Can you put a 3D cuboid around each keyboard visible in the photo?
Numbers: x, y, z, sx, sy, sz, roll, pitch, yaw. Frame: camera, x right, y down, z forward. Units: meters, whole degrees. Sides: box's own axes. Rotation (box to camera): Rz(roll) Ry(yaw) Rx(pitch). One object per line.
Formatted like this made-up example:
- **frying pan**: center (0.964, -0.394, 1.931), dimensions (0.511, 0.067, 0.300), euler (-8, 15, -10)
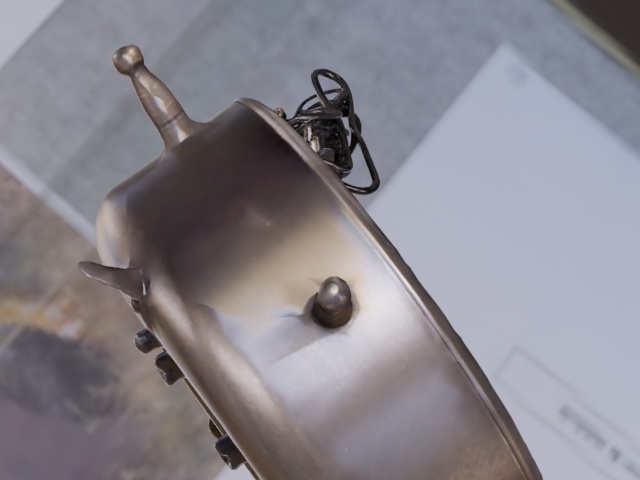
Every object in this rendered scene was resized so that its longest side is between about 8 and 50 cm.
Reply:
- **keyboard**: center (0.000, 0.000, 0.662), dimensions (0.038, 0.100, 0.192), euler (7, -168, 5)

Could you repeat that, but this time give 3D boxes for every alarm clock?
- **alarm clock**: center (0.004, 0.044, 0.506), dimensions (0.129, 0.064, 0.192), euler (48, 175, 44)
